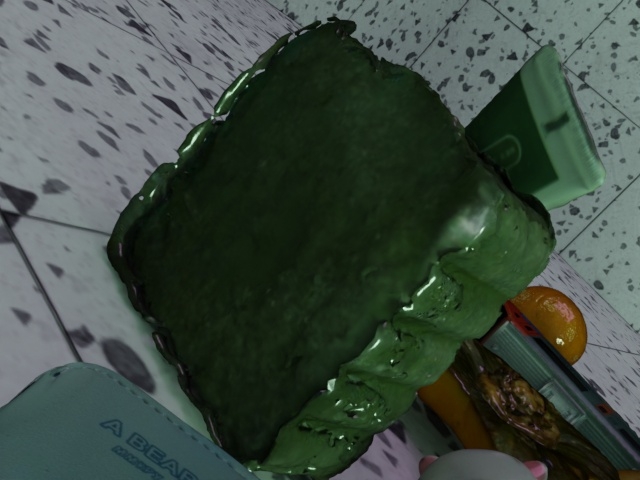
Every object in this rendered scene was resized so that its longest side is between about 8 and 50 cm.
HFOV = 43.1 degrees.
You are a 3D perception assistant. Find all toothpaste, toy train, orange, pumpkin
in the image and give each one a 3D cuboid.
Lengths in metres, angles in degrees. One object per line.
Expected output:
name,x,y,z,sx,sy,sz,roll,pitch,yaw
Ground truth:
toothpaste,0.086,-0.016,0.664,0.061,0.392,0.099,-11,75,-28
toy train,0.315,0.230,0.989,0.409,0.086,0.089,51,20,28
orange,0.334,0.136,1.217,0.135,0.135,0.117,43,49,3
pumpkin,0.166,0.176,0.764,0.258,0.095,0.290,19,24,-46

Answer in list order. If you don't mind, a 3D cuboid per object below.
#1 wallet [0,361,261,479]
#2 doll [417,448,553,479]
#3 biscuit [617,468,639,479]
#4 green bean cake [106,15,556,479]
wallet,-0.089,0.146,0.289,0.176,0.075,0.250,36,16,0
doll,0.102,0.202,0.527,0.110,0.107,0.181,7,3,12
biscuit,0.316,0.311,0.755,0.154,0.045,0.299,11,22,-4
green bean cake,0.000,0.000,0.555,0.132,0.255,0.241,27,17,-49
